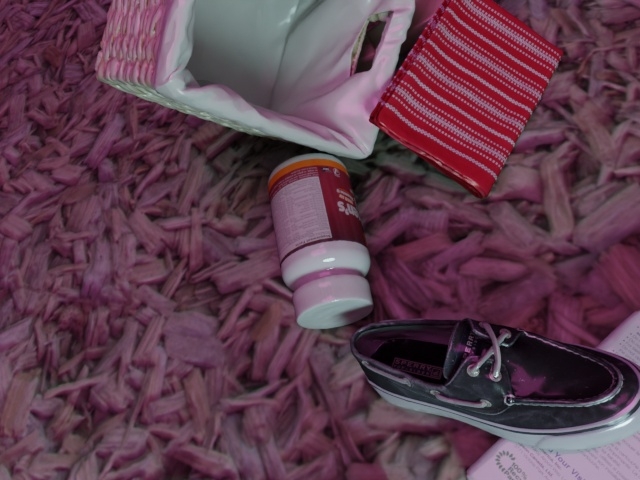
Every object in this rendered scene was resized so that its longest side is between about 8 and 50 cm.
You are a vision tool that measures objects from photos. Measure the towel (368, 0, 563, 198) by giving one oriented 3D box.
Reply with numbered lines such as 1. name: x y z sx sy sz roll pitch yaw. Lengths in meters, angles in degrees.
1. towel: 0.212 -0.217 0.700 0.199 0.031 0.274 33 77 -7

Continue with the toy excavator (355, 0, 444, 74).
1. toy excavator: 0.233 -0.488 0.794 0.434 0.222 0.444 -1 74 21

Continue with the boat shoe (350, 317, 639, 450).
1. boat shoe: 0.166 0.130 0.520 0.302 0.102 0.108 0 48 41

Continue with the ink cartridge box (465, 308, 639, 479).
1. ink cartridge box: 0.371 0.243 0.462 0.330 0.071 0.324 -40 58 -5

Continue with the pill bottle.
1. pill bottle: 0.000 0.000 0.682 0.121 0.121 0.221 -18 61 11

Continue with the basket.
1. basket: -0.079 -0.312 0.674 0.267 0.332 0.327 22 99 47
